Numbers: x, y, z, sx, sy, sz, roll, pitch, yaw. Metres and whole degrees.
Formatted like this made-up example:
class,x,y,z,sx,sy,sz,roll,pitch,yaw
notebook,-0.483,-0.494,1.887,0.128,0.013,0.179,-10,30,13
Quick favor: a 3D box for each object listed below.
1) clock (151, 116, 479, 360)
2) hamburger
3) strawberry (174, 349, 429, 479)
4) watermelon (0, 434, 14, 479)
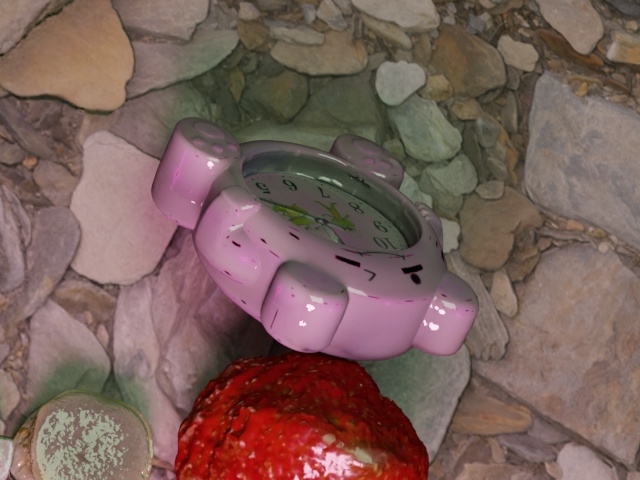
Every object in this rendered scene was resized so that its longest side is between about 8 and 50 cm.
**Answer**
class,x,y,z,sx,sy,sz,roll,pitch,yaw
clock,0.000,0.000,2.060,0.296,0.113,0.322,4,32,-35
hamburger,-0.242,0.218,1.984,0.140,0.062,0.133,24,66,-19
strawberry,-0.011,0.229,1.974,0.257,0.277,0.257,7,71,-22
watermelon,-0.378,0.294,1.882,0.154,0.094,0.241,4,72,-18
